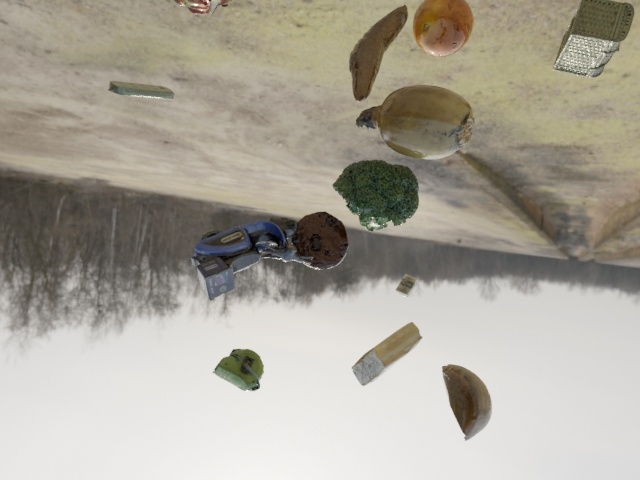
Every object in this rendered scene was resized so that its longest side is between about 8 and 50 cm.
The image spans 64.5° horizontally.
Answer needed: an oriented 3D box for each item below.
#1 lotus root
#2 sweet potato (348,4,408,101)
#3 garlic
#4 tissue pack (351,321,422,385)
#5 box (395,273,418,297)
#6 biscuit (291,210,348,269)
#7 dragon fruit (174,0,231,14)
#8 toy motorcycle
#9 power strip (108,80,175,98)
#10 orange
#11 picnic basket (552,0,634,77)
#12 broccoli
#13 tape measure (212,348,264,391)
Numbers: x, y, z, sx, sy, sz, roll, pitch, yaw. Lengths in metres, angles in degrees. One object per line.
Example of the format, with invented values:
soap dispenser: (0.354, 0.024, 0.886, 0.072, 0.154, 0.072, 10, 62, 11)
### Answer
lotus root: (0.236, -0.311, 1.317, 0.309, 0.183, 0.182, 16, -175, 29)
sweet potato: (0.144, -0.543, 1.472, 0.114, 0.342, 0.092, 16, 161, 34)
garlic: (0.374, 0.392, 1.283, 0.101, 0.196, 0.087, -29, 143, 18)
tissue pack: (0.228, 0.385, 1.726, 0.222, 0.090, 0.186, -27, 161, -37)
box: (0.330, 0.173, 1.938, 0.054, 0.083, 0.024, 21, 151, 32)
biscuit: (0.000, 0.000, 1.638, 0.191, 0.192, 0.049, 7, 174, 2)
dragon fruit: (-0.359, -0.778, 1.493, 0.223, 0.224, 0.227, 7, 176, -6)
toy motorcycle: (-0.197, 0.033, 1.478, 0.358, 0.125, 0.212, -23, -138, -26)
power strip: (-0.564, -0.480, 1.623, 0.080, 0.029, 0.226, 32, -152, 35)
orange: (0.479, -0.845, 1.990, 0.239, 0.240, 0.240, 7, -179, 0)
picnic basket: (0.806, -0.592, 1.497, 0.154, 0.134, 0.196, 20, 170, 12)
broccoli: (0.168, -0.132, 1.496, 0.261, 0.242, 0.269, -14, -125, -26)
tape measure: (-0.286, 0.476, 1.885, 0.177, 0.088, 0.154, 34, -140, -1)
